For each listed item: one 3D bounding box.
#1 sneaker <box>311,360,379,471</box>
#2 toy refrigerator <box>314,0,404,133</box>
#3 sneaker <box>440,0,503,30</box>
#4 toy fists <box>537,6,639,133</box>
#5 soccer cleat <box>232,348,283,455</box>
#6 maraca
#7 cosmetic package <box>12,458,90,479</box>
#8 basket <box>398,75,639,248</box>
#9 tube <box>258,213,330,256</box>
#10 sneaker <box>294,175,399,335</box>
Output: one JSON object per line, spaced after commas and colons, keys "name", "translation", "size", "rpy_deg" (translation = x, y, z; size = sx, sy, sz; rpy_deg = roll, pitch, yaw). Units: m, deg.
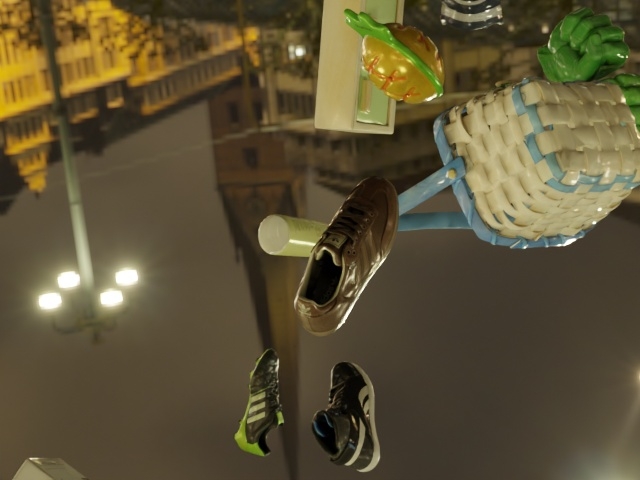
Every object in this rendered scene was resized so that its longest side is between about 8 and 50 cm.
{"name": "sneaker", "translation": [0.034, 0.291, 2.068], "size": [0.121, 0.079, 0.217], "rpy_deg": [26, -143, -40]}
{"name": "toy refrigerator", "translation": [0.067, -0.308, 1.880], "size": [0.102, 0.270, 0.094], "rpy_deg": [2, -175, -45]}
{"name": "sneaker", "translation": [0.228, -0.412, 1.743], "size": [0.099, 0.153, 0.282], "rpy_deg": [2, -145, 14]}
{"name": "toy fists", "translation": [0.474, -0.268, 2.017], "size": [0.096, 0.279, 0.142], "rpy_deg": [6, 147, -45]}
{"name": "soccer cleat", "translation": [-0.088, 0.267, 1.944], "size": [0.072, 0.179, 0.060], "rpy_deg": [19, -169, 24]}
{"name": "maraca", "translation": [0.104, -0.262, 1.665], "size": [0.099, 0.185, 0.127], "rpy_deg": [-54, -148, -7]}
{"name": "cosmetic package", "translation": [-0.443, 0.481, 2.004], "size": [0.183, 0.151, 0.151], "rpy_deg": [33, 176, 13]}
{"name": "basket", "translation": [0.245, -0.082, 1.475], "size": [0.254, 0.201, 0.289], "rpy_deg": [-3, 154, -41]}
{"name": "tube", "translation": [0.000, 0.000, 1.849], "size": [0.062, 0.070, 0.240], "rpy_deg": [-21, 165, 33]}
{"name": "sneaker", "translation": [0.030, 0.007, 1.228], "size": [0.066, 0.188, 0.071], "rpy_deg": [16, 161, 20]}
